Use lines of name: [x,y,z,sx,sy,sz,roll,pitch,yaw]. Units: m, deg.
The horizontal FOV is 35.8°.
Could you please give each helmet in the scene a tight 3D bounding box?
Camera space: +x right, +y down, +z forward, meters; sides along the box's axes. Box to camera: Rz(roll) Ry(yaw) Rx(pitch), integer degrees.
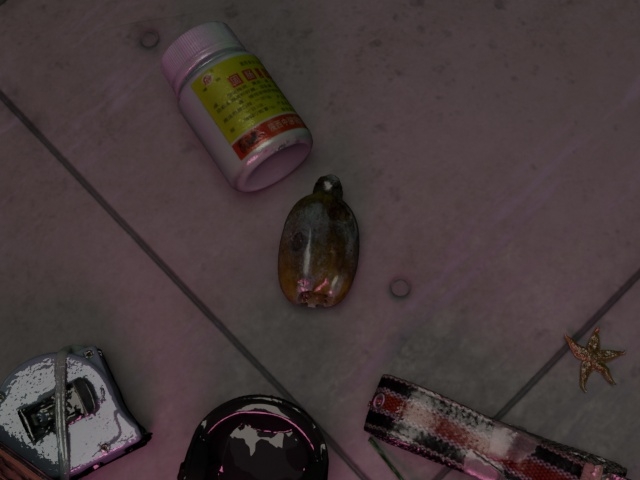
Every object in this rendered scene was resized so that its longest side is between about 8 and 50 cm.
helmet: [-0.083,0.304,1.269,0.189,0.193,0.216,10,88,4]

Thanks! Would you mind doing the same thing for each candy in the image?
candy: [0.123,0.338,1.329,0.055,0.049,0.185,-36,67,-12]

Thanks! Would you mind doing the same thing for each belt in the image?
belt: [0.230,0.278,1.296,0.359,0.126,0.094,21,88,16]

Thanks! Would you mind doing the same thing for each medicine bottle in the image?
medicine bottle: [-0.123,-0.192,1.428,0.139,0.139,0.225,-34,75,-4]

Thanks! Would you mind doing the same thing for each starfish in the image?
starfish: [0.371,0.163,1.362,0.086,0.016,0.092,20,81,12]

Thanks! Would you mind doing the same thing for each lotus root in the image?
lotus root: [0.000,0.000,1.397,0.113,0.088,0.192,10,75,-9]

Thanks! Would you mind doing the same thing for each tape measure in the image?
tape measure: [-0.352,0.241,1.356,0.181,0.107,0.182,-33,78,-11]

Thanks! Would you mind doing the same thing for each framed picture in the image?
framed picture: [-0.406,0.303,1.302,0.199,0.195,0.010,31,60,12]
